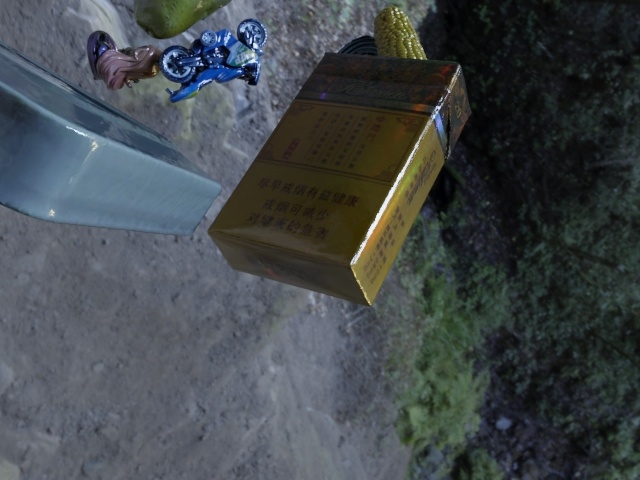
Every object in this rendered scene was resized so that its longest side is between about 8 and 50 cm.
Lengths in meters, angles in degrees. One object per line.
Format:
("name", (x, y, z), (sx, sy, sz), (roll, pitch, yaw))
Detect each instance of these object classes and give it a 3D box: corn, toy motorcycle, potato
("corn", (0.174, -0.354, 1.486), (0.102, 0.310, 0.101), (-11, 146, -8))
("toy motorcycle", (-0.211, -0.366, 1.495), (0.254, 0.092, 0.135), (-26, 102, -20))
("potato", (-0.264, -0.503, 1.437), (0.248, 0.169, 0.143), (-43, 114, -4))

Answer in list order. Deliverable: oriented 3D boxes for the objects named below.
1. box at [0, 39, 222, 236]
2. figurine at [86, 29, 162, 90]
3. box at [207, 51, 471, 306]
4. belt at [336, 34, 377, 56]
("box", (-0.328, -0.140, 0.759), (0.111, 0.396, 0.396), (-59, 170, 4))
("figurine", (-0.404, -0.361, 1.490), (0.157, 0.114, 0.126), (17, 163, 3))
("box", (0.042, -0.119, 1.141), (0.415, 0.264, 0.115), (-61, 146, -27))
("belt", (0.102, -0.346, 1.696), (0.206, 0.116, 0.267), (33, 105, 5))
